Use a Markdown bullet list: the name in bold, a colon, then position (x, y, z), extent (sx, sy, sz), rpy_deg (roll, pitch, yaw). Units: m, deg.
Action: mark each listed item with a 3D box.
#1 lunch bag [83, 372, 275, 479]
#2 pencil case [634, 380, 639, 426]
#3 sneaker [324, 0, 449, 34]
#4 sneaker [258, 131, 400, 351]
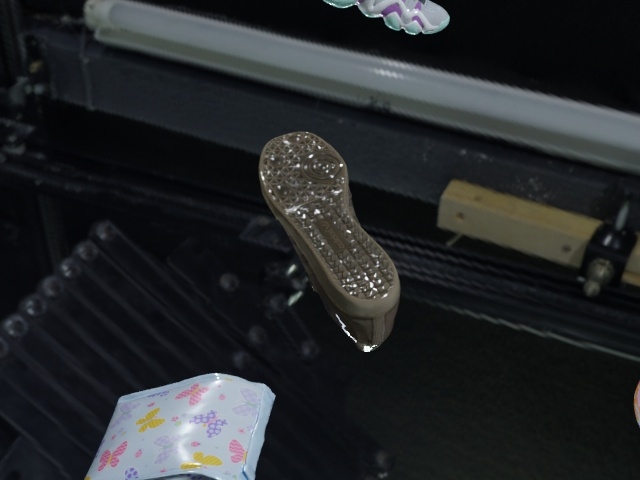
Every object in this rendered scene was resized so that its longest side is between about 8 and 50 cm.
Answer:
- **lunch bag**: position (-0.064, 0.106, 0.452), extent (0.083, 0.071, 0.053), rpy_deg (-19, -61, 19)
- **pencil case**: position (0.343, 0.113, 0.762), extent (0.124, 0.124, 0.284), rpy_deg (21, -18, 15)
- **sneaker**: position (0.052, -0.188, 0.653), extent (0.098, 0.038, 0.069), rpy_deg (15, -52, -8)
- **sneaker**: position (0.000, 0.000, 0.678), extent (0.066, 0.188, 0.071), rpy_deg (-13, -42, -13)
